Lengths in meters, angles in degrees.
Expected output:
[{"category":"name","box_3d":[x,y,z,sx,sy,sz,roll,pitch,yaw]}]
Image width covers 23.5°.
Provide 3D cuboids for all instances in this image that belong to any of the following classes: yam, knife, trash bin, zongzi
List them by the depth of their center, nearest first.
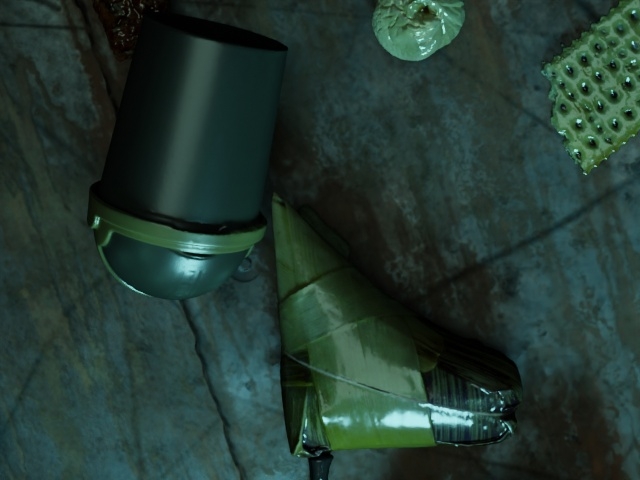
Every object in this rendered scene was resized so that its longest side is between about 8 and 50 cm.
[{"category":"trash bin","box_3d":[-0.155,-0.086,1.807,0.214,0.214,0.334,17,104,6]},{"category":"zongzi","box_3d":[0.088,0.092,1.819,0.289,0.154,0.318,-4,105,5]},{"category":"yam","box_3d":[0.000,0.000,1.886,0.094,0.043,0.043,41,101,1]},{"category":"knife","box_3d":[0.016,0.380,1.946,0.060,0.028,0.230,-1,99,-4]}]

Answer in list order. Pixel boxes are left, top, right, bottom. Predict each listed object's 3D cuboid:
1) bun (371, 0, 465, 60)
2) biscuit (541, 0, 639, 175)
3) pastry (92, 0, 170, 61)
[{"category":"bun","box_3d":[0.113,-0.270,1.820,0.115,0.069,0.115,1,97,10]},{"category":"biscuit","box_3d":[0.350,-0.195,1.822,0.203,0.016,0.144,-39,91,10]},{"category":"pastry","box_3d":[-0.242,-0.326,1.850,0.097,0.115,0.209,-20,92,-2]}]
